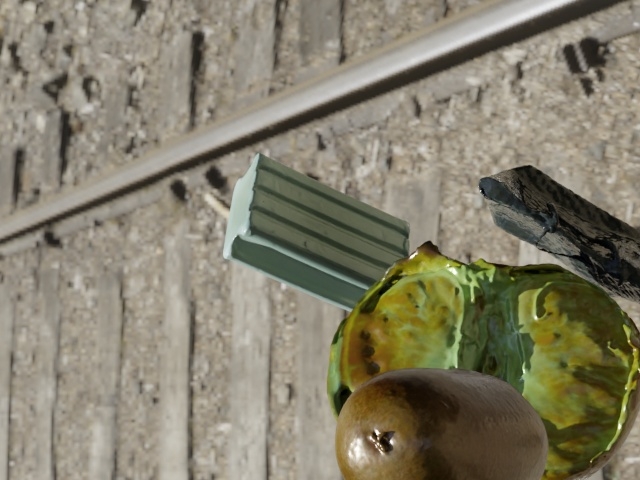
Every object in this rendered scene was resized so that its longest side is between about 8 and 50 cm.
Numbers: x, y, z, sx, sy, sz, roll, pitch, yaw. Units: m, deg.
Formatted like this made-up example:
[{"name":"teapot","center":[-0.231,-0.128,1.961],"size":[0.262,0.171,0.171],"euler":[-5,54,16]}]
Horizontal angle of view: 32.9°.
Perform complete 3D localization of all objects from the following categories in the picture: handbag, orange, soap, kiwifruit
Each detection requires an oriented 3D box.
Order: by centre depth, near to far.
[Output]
[{"name":"kiwifruit","center":[0.055,0.091,0.480],"size":[0.075,0.124,0.075],"euler":[-7,77,31]},{"name":"orange","center":[0.174,0.159,1.180],"size":[0.263,0.334,0.196],"euler":[-89,-2,-46]},{"name":"handbag","center":[0.299,-0.001,1.264],"size":[0.089,0.270,0.175],"euler":[-59,-3,11]},{"name":"soap","center":[0.000,0.000,1.568],"size":[0.087,0.265,0.160],"euler":[-50,25,40]}]
